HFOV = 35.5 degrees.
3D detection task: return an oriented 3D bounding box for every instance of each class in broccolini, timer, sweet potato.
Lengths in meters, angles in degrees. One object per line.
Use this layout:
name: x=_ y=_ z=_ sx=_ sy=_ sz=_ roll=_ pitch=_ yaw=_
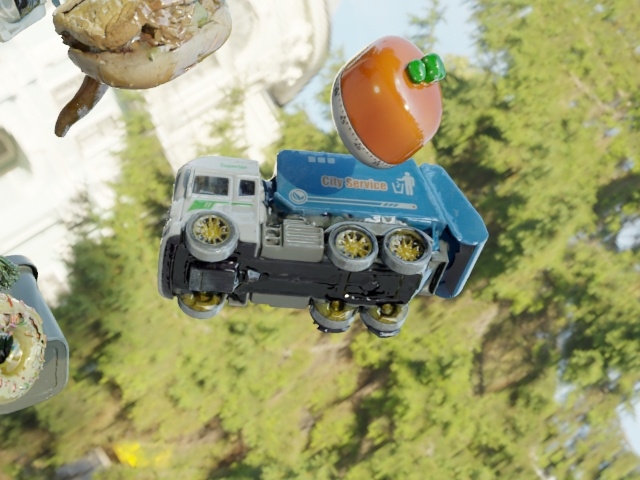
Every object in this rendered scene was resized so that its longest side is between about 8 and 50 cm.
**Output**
broccolini: x=-0.540 y=0.016 z=1.561 sx=0.194 sy=0.052 sz=0.054 roll=41 pitch=25 yaw=-38
timer: x=0.075 y=-0.148 z=1.009 sx=0.136 sy=0.099 sz=0.136 roll=5 pitch=-83 yaw=51
sweet potato: x=-0.400 y=-0.297 z=1.805 sx=0.057 sy=0.265 sz=0.057 roll=27 pitch=-5 yaw=3

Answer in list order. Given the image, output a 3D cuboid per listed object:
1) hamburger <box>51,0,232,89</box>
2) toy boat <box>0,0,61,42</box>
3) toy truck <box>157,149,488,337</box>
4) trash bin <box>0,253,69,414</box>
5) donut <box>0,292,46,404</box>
hamburger: x=-0.247 y=-0.317 z=1.422 sx=0.286 sy=0.243 sz=0.146 roll=-84 pitch=161 yaw=-52
toy boat: x=-0.532 y=-0.439 z=1.757 sx=0.141 sy=0.140 sz=0.269 roll=62 pitch=24 yaw=-18
toy truck: x=0.000 y=0.000 z=1.157 sx=0.146 sy=0.367 sz=0.175 roll=107 pitch=-16 yaw=-50
trash bin: x=-0.607 y=0.180 z=1.909 sx=0.250 sy=0.219 sz=0.219 roll=47 pitch=-39 yaw=36
donut: x=-0.464 y=0.162 z=1.458 sx=0.068 sy=0.175 sz=0.175 roll=4 pitch=-43 yaw=25
